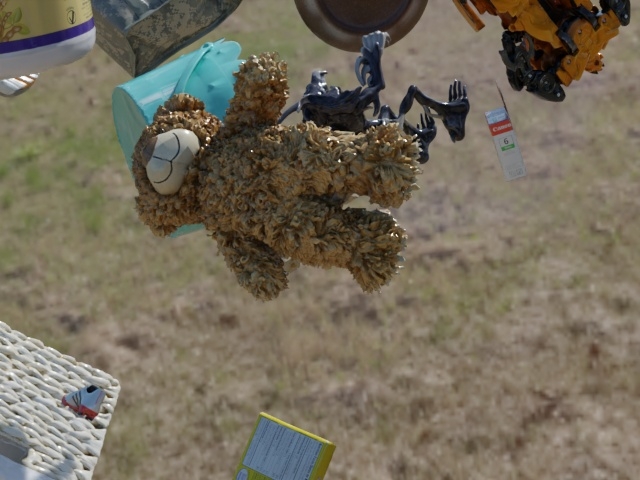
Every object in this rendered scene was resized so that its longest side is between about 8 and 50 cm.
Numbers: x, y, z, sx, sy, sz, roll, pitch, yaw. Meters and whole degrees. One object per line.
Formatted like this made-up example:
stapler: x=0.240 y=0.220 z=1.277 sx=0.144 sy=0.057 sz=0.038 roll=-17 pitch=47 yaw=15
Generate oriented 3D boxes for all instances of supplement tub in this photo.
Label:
supplement tub: x=-0.427 y=-0.384 z=1.461 sx=0.241 sy=0.331 sz=0.241 roll=-6 pitch=21 yaw=2

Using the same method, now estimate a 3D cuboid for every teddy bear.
teddy bear: x=-0.056 y=-0.058 z=1.184 sx=0.338 sy=0.245 sz=0.113 roll=31 pitch=26 yaw=17

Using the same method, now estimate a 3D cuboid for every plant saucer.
plant saucer: x=0.060 y=-0.361 z=1.622 sx=0.199 sy=0.198 sz=0.036 roll=-9 pitch=17 yaw=-1

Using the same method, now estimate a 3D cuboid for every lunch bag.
lunch bag: x=-0.310 y=-0.476 z=2.149 sx=0.287 sy=0.169 sz=0.235 roll=-38 pitch=67 yaw=-20

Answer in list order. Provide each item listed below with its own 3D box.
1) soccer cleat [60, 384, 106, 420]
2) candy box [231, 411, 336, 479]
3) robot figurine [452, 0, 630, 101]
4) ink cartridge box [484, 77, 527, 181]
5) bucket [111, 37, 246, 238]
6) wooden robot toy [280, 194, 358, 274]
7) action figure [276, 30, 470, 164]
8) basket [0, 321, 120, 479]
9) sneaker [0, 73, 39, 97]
soccer cleat: x=-0.246 y=0.166 z=1.209 sx=0.035 sy=0.029 sz=0.083 roll=-59 pitch=23 yaw=-16
candy box: x=-0.065 y=0.309 z=1.317 sx=0.105 sy=0.205 sz=0.027 roll=18 pitch=-9 yaw=34
robot figurine: x=0.262 y=-0.312 z=1.425 sx=0.211 sy=0.291 sz=0.085 roll=-48 pitch=31 yaw=-6
ink cartridge box: x=0.221 y=-0.135 z=1.415 sx=0.029 sy=0.115 sz=0.063 roll=-18 pitch=18 yaw=9
bucket: x=-0.180 y=-0.144 z=1.723 sx=0.183 sy=0.281 sz=0.281 roll=-23 pitch=24 yaw=-19
wooden robot toy: x=0.000 y=0.000 z=1.417 sx=0.076 sy=0.079 sz=0.173 roll=22 pitch=47 yaw=16
action figure: x=0.059 y=-0.185 z=1.558 sx=0.276 sy=0.141 sz=0.164 roll=6 pitch=-30 yaw=-36
basket: x=-0.548 y=0.321 z=1.860 sx=0.331 sy=0.328 sz=0.266 roll=-39 pitch=27 yaw=44
sneaker: x=-0.490 y=-0.257 z=1.773 sx=0.084 sy=0.083 sz=0.215 roll=29 pitch=14 yaw=-27
